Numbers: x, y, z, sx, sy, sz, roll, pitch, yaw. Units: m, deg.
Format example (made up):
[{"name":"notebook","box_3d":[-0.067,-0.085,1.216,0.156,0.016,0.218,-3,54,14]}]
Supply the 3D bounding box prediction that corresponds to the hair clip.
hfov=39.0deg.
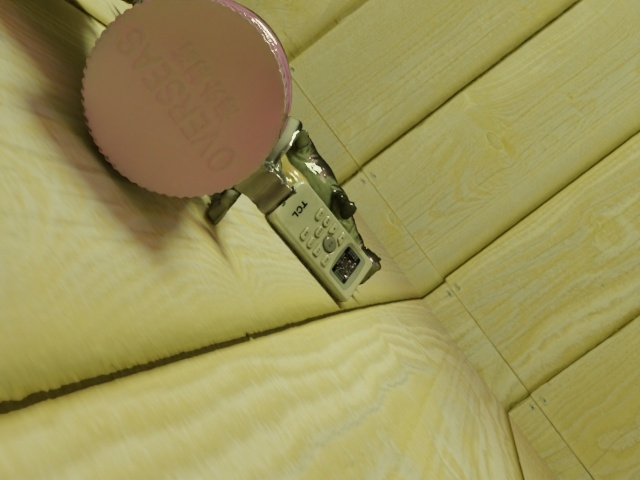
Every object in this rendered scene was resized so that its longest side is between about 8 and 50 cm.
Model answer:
[{"name":"hair clip","box_3d":[-0.067,-0.078,1.022,0.054,0.140,0.220,41,10,-14]}]

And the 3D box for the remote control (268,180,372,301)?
[{"name":"remote control","box_3d":[0.000,0.000,1.355,0.029,0.087,0.190,-9,-54,51]}]

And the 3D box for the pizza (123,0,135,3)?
[{"name":"pizza","box_3d":[-0.235,-0.339,0.964,0.435,0.080,0.392,22,-4,-14]}]

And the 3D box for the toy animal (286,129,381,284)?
[{"name":"toy animal","box_3d":[0.010,-0.040,1.552,0.343,0.106,0.168,57,-3,-25]}]

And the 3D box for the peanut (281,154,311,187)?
[{"name":"peanut","box_3d":[-0.064,-0.089,1.395,0.187,0.082,0.082,54,6,-5]}]

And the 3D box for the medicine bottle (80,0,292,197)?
[{"name":"medicine bottle","box_3d":[-0.116,-0.147,0.869,0.178,0.178,0.290,52,7,-11]}]

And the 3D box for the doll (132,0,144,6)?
[{"name":"doll","box_3d":[-0.243,-0.307,1.367,0.194,0.062,0.104,62,10,17]}]
